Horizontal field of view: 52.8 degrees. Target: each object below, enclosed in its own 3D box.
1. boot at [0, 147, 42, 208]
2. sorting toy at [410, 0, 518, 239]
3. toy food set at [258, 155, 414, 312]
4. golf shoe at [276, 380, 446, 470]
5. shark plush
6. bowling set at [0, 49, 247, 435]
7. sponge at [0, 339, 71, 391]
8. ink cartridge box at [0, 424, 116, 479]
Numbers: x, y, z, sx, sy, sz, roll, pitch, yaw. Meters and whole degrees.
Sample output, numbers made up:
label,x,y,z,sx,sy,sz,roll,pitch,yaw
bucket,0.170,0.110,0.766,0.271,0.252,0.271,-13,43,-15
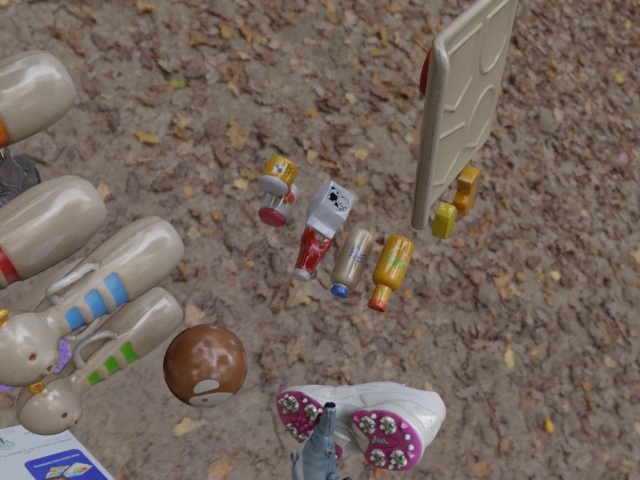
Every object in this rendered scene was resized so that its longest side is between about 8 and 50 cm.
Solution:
label,x,y,z,sx,sy,sz,roll,pitch,yaw
boot,-0.614,-0.169,1.241,0.091,0.228,0.263,-8,37,-13
sorting toy,0.146,-0.118,0.709,0.041,0.307,0.229,21,48,21
toy food set,0.000,0.000,0.840,0.232,0.111,0.104,34,65,-23
golf shoe,0.061,0.279,1.030,0.140,0.306,0.115,-24,107,-44
shark plush,0.011,0.227,0.639,0.073,0.161,0.067,-2,22,-43
bowling set,-0.159,0.052,0.392,0.200,0.287,0.154,38,58,18
sponge,-0.546,0.205,1.118,0.210,0.117,0.031,-15,36,-29
ink cartridge box,-0.261,0.291,0.624,0.333,0.065,0.166,23,14,39
